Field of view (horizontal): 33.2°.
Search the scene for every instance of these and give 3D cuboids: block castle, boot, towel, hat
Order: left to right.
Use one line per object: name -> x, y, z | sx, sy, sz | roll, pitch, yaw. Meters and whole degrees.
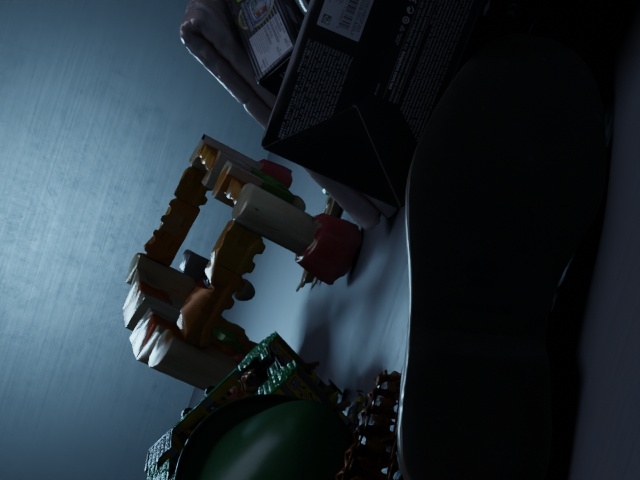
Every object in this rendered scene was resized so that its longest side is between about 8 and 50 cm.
block castle -> -0.111, 0.046, 1.528 | 0.303, 0.213, 0.453 | -61, 21, 6
towel -> -0.029, -0.192, 1.269 | 0.053, 0.317, 0.332 | -39, 20, 18
hat -> -0.001, 0.153, 0.779 | 0.183, 0.173, 0.208 | 125, 155, -53
boot -> 0.098, 0.020, 0.648 | 0.115, 0.112, 0.305 | 91, -168, -70

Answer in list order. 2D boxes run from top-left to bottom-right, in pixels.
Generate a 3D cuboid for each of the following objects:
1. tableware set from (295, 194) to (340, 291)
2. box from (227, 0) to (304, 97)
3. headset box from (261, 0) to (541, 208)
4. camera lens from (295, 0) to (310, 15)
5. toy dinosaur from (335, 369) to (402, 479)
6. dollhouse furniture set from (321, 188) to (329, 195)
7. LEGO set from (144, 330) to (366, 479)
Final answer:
tableware set -> 0.000, 0.000, 1.612 | 0.141, 0.020, 0.169 | 125, 161, -64
box -> -0.012, -0.223, 1.185 | 0.060, 0.216, 0.270 | -38, 46, 20
headset box -> 0.088, -0.166, 0.794 | 0.218, 0.110, 0.293 | -69, -13, 19
camera lens -> 0.070, -0.303, 1.065 | 0.274, 0.219, 0.219 | -95, 24, -70
toy dinosaur -> -0.005, 0.252, 0.706 | 0.218, 0.164, 0.322 | 59, -155, -79
dollhouse furniture set -> 0.002, -0.148, 1.776 | 0.152, 0.058, 0.076 | -85, 14, -57
LEGO set -> -0.045, 0.241, 1.054 | 0.255, 0.192, 0.331 | -44, 6, -11
